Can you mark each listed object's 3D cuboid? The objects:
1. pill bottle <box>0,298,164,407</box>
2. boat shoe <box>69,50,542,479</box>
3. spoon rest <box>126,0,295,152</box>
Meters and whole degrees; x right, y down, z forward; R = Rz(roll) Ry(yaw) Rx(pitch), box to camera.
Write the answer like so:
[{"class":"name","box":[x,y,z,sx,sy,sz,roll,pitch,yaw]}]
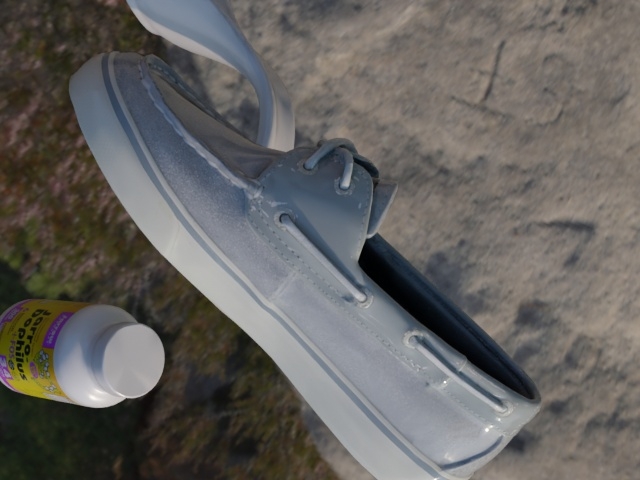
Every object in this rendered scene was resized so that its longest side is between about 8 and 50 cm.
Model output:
[{"class":"pill bottle","box":[-0.103,0.048,0.498,0.083,0.043,0.043,0,120,46]},{"class":"boat shoe","box":[0.000,0.001,0.465,0.081,0.079,0.227,-40,98,17]},{"class":"spoon rest","box":[-0.076,-0.133,0.774,0.084,0.137,0.276,-20,67,13]}]
